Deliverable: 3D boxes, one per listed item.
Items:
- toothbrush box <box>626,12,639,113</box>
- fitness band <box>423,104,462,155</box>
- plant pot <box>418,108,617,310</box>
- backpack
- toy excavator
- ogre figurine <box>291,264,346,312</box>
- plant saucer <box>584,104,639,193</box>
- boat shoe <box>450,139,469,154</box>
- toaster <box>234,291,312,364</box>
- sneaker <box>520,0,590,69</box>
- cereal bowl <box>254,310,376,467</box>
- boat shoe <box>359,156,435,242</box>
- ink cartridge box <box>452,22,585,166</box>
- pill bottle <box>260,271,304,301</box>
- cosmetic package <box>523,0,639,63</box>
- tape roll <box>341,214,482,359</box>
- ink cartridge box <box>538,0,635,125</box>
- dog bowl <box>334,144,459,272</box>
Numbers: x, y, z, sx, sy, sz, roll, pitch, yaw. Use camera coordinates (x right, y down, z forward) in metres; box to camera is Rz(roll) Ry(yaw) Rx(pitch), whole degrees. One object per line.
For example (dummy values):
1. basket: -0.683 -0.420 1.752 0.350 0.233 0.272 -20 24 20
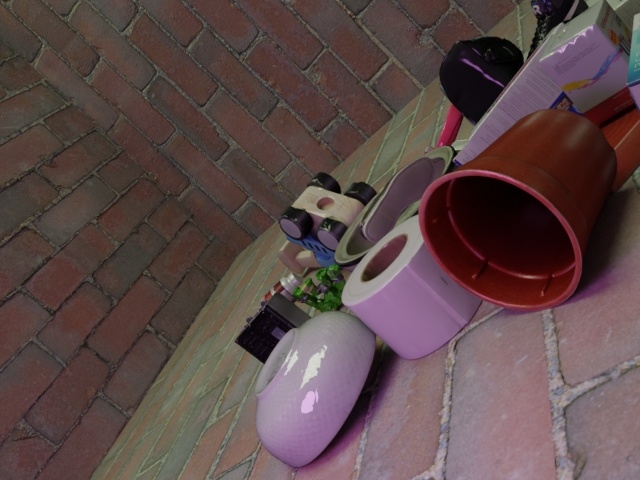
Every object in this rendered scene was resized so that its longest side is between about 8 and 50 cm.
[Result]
1. toothbrush box: 0.631 -0.306 1.037 0.216 0.126 0.296 -17 27 39
2. fitness band: 0.347 -0.263 1.889 0.209 0.054 0.291 -57 -12 -34
3. plant pot: 0.348 -0.070 1.078 0.265 0.272 0.272 -44 9 -34
4. backpack: 0.470 -0.420 1.739 0.355 0.290 0.273 -48 -1 -45
5. toy excavator: 0.000 0.000 2.171 0.432 0.445 0.222 19 56 31
6. ogre figurine: 0.017 0.143 1.813 0.197 0.118 0.097 -43 16 24
7. plant saucer: 0.554 -0.199 1.248 0.258 0.047 0.259 -48 13 -4
8. boat shoe: 0.417 -0.233 1.637 0.184 0.066 0.063 -4 46 32
9. toaster: -0.118 0.259 1.800 0.168 0.185 0.110 -49 7 27
10. sneaker: 0.494 -0.473 1.443 0.217 0.121 0.079 -49 14 -1
11. cereal bowl: -0.035 0.284 1.337 0.339 0.141 0.339 -54 11 15
12. boat shoe: 0.166 -0.096 1.442 0.228 0.081 0.068 -50 16 -4
13. ink cartridge box: 0.463 -0.265 1.395 0.371 0.175 0.069 -52 3 3
14. pill bottle: -0.130 0.186 2.264 0.152 0.086 0.086 -44 12 9
15. cosmetic package: 0.668 -0.474 1.488 0.385 0.156 0.217 -38 16 31
16. tape roll: 0.184 0.090 1.284 0.246 0.169 0.246 -44 11 11
17. ink cartridge box: 0.534 -0.343 1.241 0.127 0.176 0.128 -34 17 46
18. dog bowl: 0.227 -0.042 1.619 0.408 0.150 0.408 -45 11 12
